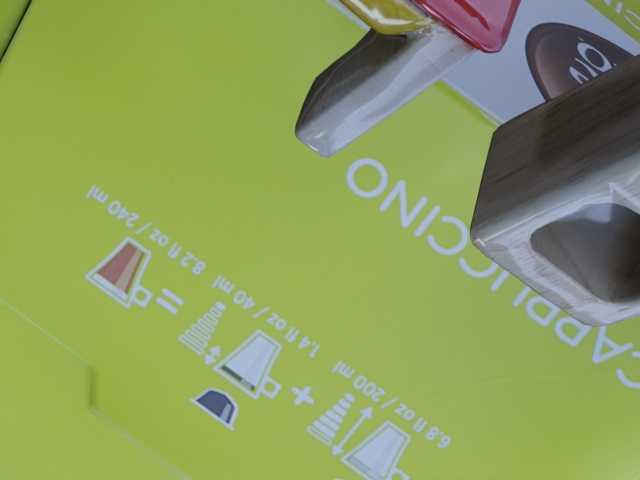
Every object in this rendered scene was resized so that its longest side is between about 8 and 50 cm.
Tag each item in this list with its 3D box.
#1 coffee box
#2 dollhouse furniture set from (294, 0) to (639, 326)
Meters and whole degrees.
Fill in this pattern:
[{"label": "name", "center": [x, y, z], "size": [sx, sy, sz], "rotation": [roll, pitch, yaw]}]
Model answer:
[{"label": "coffee box", "center": [0.000, 0.000, 0.907], "size": [0.338, 0.337, 0.334], "rotation": [-53, -178, 26]}, {"label": "dollhouse furniture set", "center": [0.139, -0.074, 0.555], "size": [0.152, 0.374, 0.201], "rotation": [-25, -144, 47]}]
